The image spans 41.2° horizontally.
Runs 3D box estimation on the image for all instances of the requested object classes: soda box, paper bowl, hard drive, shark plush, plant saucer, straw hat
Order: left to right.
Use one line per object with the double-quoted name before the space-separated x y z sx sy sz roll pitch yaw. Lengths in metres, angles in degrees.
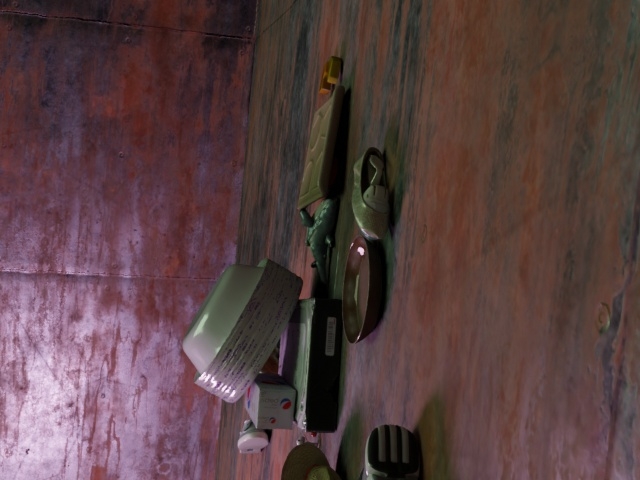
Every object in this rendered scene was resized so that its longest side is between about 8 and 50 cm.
"paper bowl" -0.164 0.161 1.665 0.284 0.148 0.284 -56 8 12
"soda box" -0.099 0.302 1.617 0.216 0.069 0.074 176 99 -80
"hard drive" -0.028 0.230 1.633 0.339 0.064 0.237 158 117 -79
"shark plush" 0.000 0.000 1.617 0.067 0.073 0.161 9 88 48
"straw hat" 0.003 0.400 1.379 0.061 0.144 0.145 -15 65 37
"plant saucer" 0.065 0.076 1.304 0.168 0.029 0.169 -176 90 -79

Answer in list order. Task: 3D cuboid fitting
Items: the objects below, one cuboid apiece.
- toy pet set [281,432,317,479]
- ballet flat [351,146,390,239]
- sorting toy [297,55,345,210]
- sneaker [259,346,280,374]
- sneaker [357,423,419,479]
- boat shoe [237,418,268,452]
"toy pet set" -0.045 0.438 1.619 0.114 0.065 0.122 -101 19 -54
"ballet flat" 0.075 -0.075 1.254 0.168 0.057 0.052 -96 25 -44
"sorting toy" 0.015 -0.220 1.677 0.229 0.041 0.307 149 132 -77
"sneaker" -0.148 0.334 2.082 0.302 0.108 0.121 -136 56 -74
"sneaker" 0.078 0.349 1.018 0.132 0.086 0.229 102 178 -54
"boat shoe" -0.185 0.516 2.268 0.227 0.079 0.081 112 155 -66
